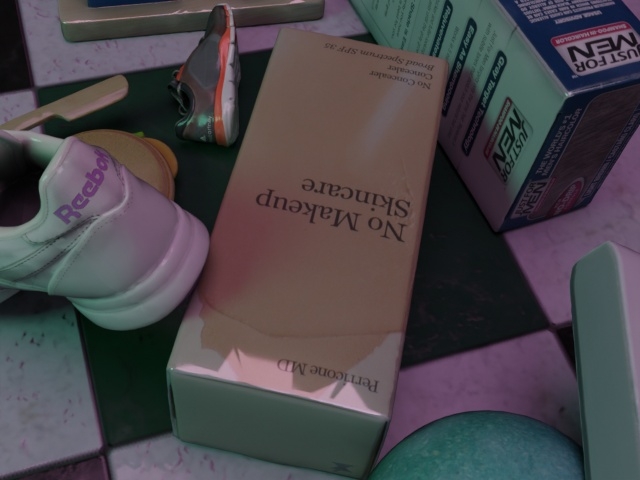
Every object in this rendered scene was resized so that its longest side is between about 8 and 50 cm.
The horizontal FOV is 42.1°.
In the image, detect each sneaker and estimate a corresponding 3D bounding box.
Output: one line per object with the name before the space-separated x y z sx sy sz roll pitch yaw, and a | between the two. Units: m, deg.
sneaker | -0.218 -0.024 0.547 0.305 0.152 0.114 0 57 33
sneaker | -0.106 -0.154 0.748 0.064 0.061 0.158 -2 56 0

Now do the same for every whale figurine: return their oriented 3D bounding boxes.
whale figurine | 0.135 0.219 0.473 0.216 0.141 0.272 -30 64 -24

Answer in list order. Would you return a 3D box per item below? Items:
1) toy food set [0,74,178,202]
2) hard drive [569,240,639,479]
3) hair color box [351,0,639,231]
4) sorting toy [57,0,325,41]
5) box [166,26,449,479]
toy food set | -0.175 -0.035 0.679 0.132 0.038 0.192 -24 67 -12
hard drive | 0.311 0.160 0.511 0.353 0.047 0.233 21 53 -20
hair color box | 0.138 -0.200 0.734 0.105 0.174 0.347 -16 60 -17
sorting toy | -0.145 -0.334 0.845 0.257 0.089 0.255 -9 58 -11
box | 0.000 0.000 0.617 0.148 0.121 0.311 11 56 1
